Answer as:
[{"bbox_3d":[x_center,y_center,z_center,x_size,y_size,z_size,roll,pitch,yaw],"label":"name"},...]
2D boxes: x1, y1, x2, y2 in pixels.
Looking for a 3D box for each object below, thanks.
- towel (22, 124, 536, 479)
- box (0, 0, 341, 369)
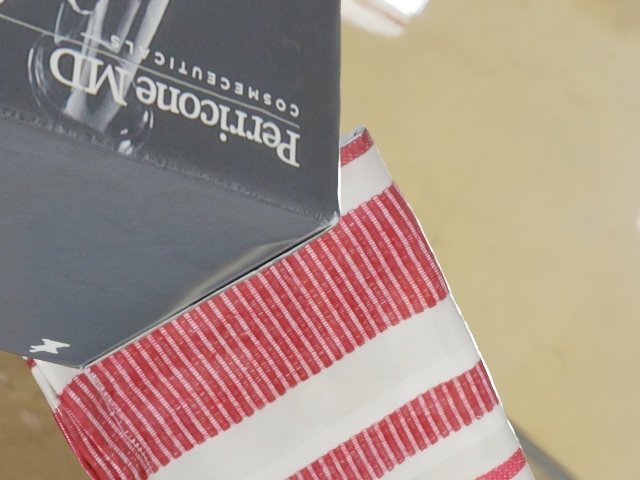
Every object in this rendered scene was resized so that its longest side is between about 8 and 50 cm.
[{"bbox_3d":[-0.002,0.129,0.953,0.329,0.237,0.037,64,167,-23],"label":"towel"},{"bbox_3d":[-0.174,-0.157,0.557,0.343,0.179,0.312,17,-118,-32],"label":"box"}]
